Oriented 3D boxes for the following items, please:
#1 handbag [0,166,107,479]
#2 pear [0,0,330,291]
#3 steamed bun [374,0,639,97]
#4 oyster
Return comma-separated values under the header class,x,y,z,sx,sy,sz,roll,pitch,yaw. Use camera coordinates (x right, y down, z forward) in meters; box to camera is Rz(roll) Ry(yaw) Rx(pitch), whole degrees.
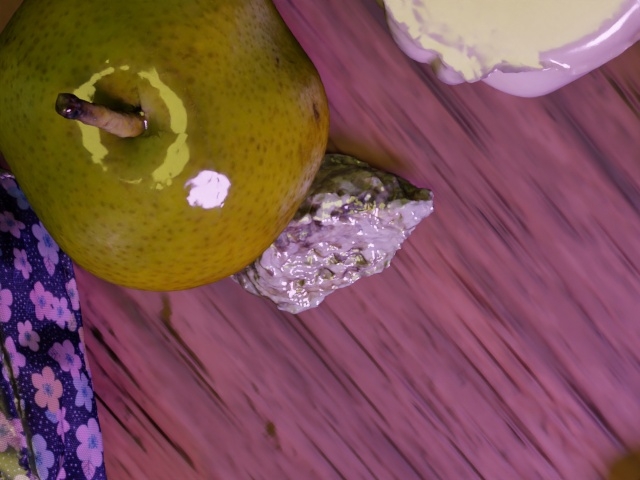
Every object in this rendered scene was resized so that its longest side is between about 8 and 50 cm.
class,x,y,z,sx,sy,sz,roll,pitch,yaw
handbag,-0.226,0.082,0.929,0.208,0.127,0.228,-19,82,24
pear,-0.082,-0.060,0.837,0.166,0.216,0.180,-15,98,6
steamed bun,0.102,-0.165,0.846,0.183,0.106,0.183,2,103,8
oyster,0.001,0.000,0.936,0.098,0.037,0.100,24,107,0
